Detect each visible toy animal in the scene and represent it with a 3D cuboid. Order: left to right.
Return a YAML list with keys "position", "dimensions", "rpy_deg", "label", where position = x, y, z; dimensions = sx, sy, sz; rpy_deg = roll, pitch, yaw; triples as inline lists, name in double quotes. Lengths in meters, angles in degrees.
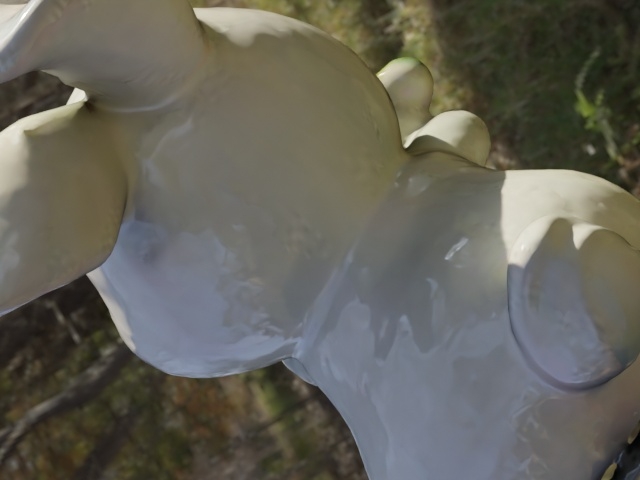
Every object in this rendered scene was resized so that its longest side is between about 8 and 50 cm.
- position: [-0.002, 0.002, 0.553]
  dimensions: [0.310, 0.183, 0.247]
  rpy_deg: [34, -173, -1]
  label: "toy animal"
